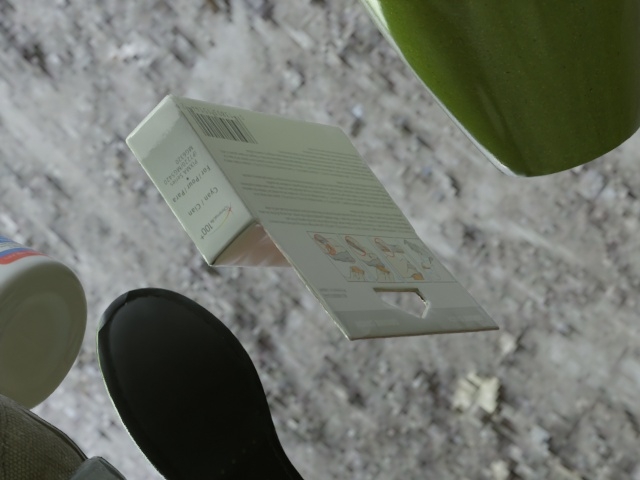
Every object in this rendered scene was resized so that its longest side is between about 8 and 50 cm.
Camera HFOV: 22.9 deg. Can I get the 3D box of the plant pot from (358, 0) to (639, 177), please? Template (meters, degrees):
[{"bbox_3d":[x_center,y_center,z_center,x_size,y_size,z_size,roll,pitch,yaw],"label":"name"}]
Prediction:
[{"bbox_3d":[0.158,-0.211,1.313,0.275,0.275,0.293,2,123,49],"label":"plant pot"}]

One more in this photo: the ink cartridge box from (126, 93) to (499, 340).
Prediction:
[{"bbox_3d":[0.000,0.000,1.365,0.066,0.296,0.261,-44,69,21],"label":"ink cartridge box"}]

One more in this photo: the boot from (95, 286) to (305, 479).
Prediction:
[{"bbox_3d":[-0.081,0.169,1.059,0.263,0.091,0.229,55,156,3],"label":"boot"}]

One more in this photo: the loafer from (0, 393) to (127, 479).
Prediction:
[{"bbox_3d":[-0.163,0.114,0.423,0.087,0.251,0.094,49,134,6],"label":"loafer"}]

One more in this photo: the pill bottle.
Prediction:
[{"bbox_3d":[-0.295,0.039,1.189,0.221,0.124,0.124,22,147,31],"label":"pill bottle"}]
